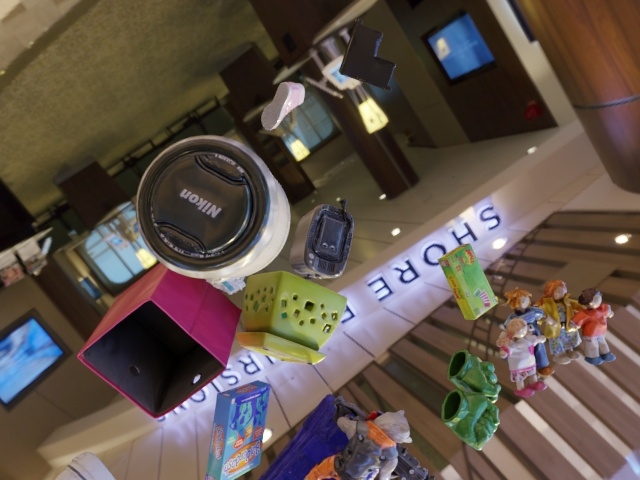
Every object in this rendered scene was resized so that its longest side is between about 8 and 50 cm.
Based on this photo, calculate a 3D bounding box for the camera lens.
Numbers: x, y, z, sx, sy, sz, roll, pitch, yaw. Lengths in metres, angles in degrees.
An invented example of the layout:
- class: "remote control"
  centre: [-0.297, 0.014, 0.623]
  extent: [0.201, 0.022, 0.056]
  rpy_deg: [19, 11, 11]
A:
- class: "camera lens"
  centre: [-0.168, -0.045, 0.894]
  extent: [0.219, 0.219, 0.274]
  rpy_deg: [-35, 175, 0]

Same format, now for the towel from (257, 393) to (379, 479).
- class: "towel"
  centre: [0.007, 0.583, 1.339]
  extent: [0.308, 0.227, 0.076]
  rpy_deg: [-49, 167, -8]

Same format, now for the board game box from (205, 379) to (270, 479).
- class: "board game box"
  centre: [-0.195, 0.458, 1.262]
  extent: [0.047, 0.210, 0.160]
  rpy_deg: [10, -176, 29]

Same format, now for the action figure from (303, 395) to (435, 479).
- class: "action figure"
  centre: [0.122, 0.548, 1.212]
  extent: [0.330, 0.341, 0.178]
  rpy_deg: [-60, 169, 7]

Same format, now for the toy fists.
- class: "toy fists"
  centre: [0.419, 0.426, 1.420]
  extent: [0.096, 0.142, 0.279]
  rpy_deg: [-40, -167, 36]

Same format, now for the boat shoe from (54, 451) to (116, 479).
- class: "boat shoe"
  centre: [-0.233, 0.356, 0.609]
  extent: [0.076, 0.226, 0.083]
  rpy_deg: [-41, -179, -40]

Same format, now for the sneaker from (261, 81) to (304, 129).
- class: "sneaker"
  centre: [-0.081, -0.307, 1.201]
  extent: [0.070, 0.051, 0.134]
  rpy_deg: [-23, 160, -44]

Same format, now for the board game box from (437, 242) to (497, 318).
- class: "board game box"
  centre: [0.394, 0.109, 1.404]
  extent: [0.092, 0.181, 0.043]
  rpy_deg: [-28, -175, -26]

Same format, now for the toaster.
- class: "toaster"
  centre: [0.000, 0.000, 1.424]
  extent: [0.146, 0.129, 0.227]
  rpy_deg: [-22, -127, 62]

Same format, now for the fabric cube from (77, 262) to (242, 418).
- class: "fabric cube"
  centre: [-0.386, 0.230, 1.322]
  extent: [0.254, 0.259, 0.258]
  rpy_deg: [-37, -162, 15]

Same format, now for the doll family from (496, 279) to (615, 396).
- class: "doll family"
  centre: [0.404, 0.160, 0.961]
  extent: [0.263, 0.163, 0.118]
  rpy_deg: [-16, -172, -19]

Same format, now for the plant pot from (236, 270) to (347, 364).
- class: "plant pot"
  centre: [-0.092, 0.223, 1.460]
  extent: [0.228, 0.227, 0.207]
  rpy_deg: [-15, -126, 56]

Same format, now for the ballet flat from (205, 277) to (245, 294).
- class: "ballet flat"
  centre: [-0.241, -0.011, 1.431]
  extent: [0.147, 0.147, 0.409]
  rpy_deg: [-30, -146, 25]

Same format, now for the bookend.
- class: "bookend"
  centre: [0.151, -0.530, 1.500]
  extent: [0.072, 0.156, 0.157]
  rpy_deg: [-96, -157, -66]
